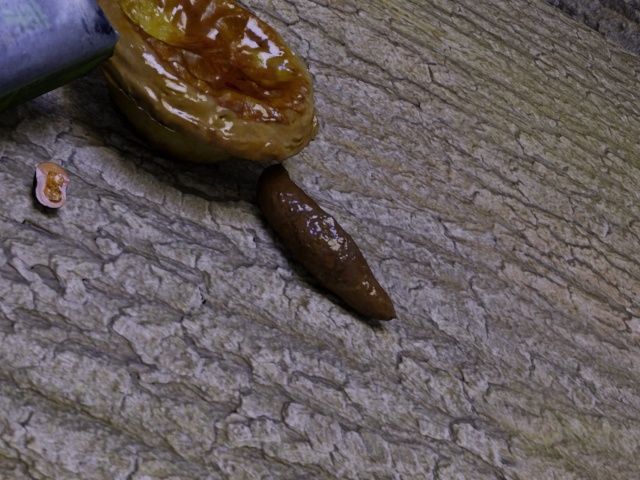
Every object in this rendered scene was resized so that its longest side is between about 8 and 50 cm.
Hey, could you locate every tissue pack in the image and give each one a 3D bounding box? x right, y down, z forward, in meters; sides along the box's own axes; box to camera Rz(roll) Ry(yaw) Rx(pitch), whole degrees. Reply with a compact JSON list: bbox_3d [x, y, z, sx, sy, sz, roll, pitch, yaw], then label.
[{"bbox_3d":[-0.506,-0.307,1.620,0.394,0.124,0.288,-37,94,-45],"label":"tissue pack"}]

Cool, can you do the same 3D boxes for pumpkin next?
[{"bbox_3d":[-0.383,-0.072,1.653,0.050,0.028,0.083,22,41,-25],"label":"pumpkin"}]

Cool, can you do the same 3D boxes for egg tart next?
[{"bbox_3d":[-0.206,-0.262,1.955,0.443,0.178,0.443,26,33,-18],"label":"egg tart"}]

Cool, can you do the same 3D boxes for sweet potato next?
[{"bbox_3d":[-0.003,-0.002,1.873,0.341,0.092,0.114,50,16,22],"label":"sweet potato"}]
